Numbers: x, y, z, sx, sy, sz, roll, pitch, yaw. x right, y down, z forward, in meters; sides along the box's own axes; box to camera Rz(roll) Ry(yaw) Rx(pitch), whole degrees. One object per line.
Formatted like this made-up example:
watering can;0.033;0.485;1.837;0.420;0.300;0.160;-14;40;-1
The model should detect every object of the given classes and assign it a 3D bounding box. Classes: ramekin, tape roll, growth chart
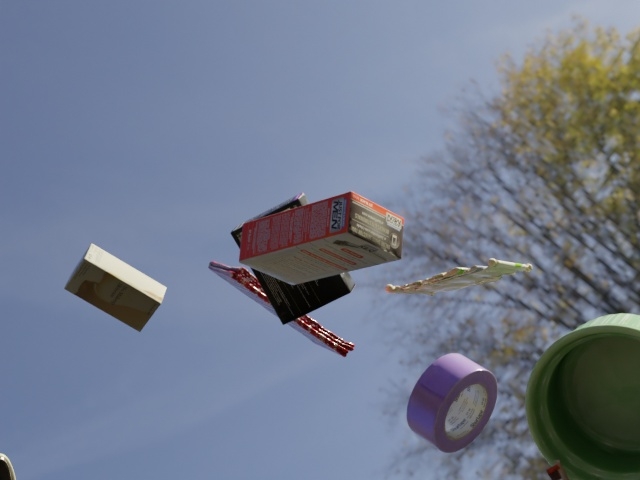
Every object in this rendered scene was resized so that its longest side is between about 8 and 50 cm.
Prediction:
ramekin;0.516;0.271;2.089;0.303;0.303;0.148;-63;-14;23
tape roll;0.269;0.331;2.482;0.189;0.080;0.189;-23;-54;-35
growth chart;0.253;0.071;2.262;0.237;0.021;0.172;-16;-15;30

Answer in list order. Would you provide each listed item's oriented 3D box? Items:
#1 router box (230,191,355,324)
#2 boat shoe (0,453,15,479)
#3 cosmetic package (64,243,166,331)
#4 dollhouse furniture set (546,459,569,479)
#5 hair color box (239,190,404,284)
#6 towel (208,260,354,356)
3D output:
router box;-0.044;0.031;1.983;0.133;0.179;0.046;-26;10;18
boat shoe;-0.490;0.405;1.878;0.056;0.049;0.152;-8;-79;-24
cosmetic package;-0.263;0.061;1.568;0.060;0.115;0.041;-53;14;28
dollhouse furniture set;0.299;0.471;1.937;0.259;0.135;0.262;-28;-28;5
hair color box;0.000;0.000;1.361;0.093;0.167;0.053;25;-118;-42
towel;-0.074;0.123;2.259;0.275;0.199;0.031;36;-98;-16
